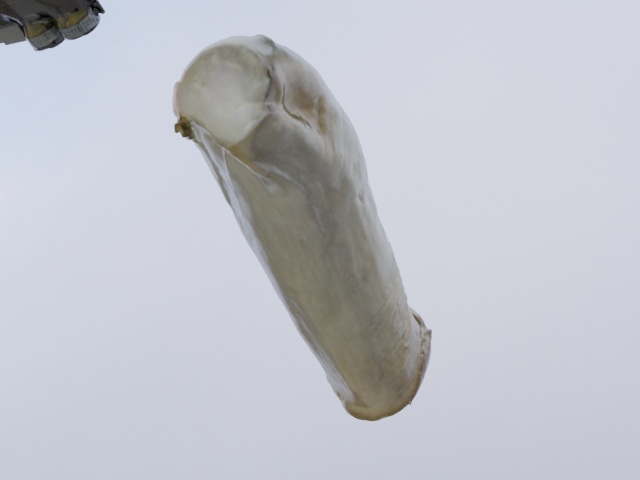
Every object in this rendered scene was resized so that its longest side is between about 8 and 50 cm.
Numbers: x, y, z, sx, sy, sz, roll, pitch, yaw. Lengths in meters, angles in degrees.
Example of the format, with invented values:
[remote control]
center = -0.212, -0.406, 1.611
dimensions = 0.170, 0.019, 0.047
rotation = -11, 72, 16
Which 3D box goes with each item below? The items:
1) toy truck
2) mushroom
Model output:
[toy truck]
center = -0.144, -0.128, 0.470
dimensions = 0.123, 0.063, 0.052
rotation = -4, -45, 31
[mushroom]
center = 0.000, 0.000, 0.630
dimensions = 0.095, 0.123, 0.351
rotation = -16, -40, 11
